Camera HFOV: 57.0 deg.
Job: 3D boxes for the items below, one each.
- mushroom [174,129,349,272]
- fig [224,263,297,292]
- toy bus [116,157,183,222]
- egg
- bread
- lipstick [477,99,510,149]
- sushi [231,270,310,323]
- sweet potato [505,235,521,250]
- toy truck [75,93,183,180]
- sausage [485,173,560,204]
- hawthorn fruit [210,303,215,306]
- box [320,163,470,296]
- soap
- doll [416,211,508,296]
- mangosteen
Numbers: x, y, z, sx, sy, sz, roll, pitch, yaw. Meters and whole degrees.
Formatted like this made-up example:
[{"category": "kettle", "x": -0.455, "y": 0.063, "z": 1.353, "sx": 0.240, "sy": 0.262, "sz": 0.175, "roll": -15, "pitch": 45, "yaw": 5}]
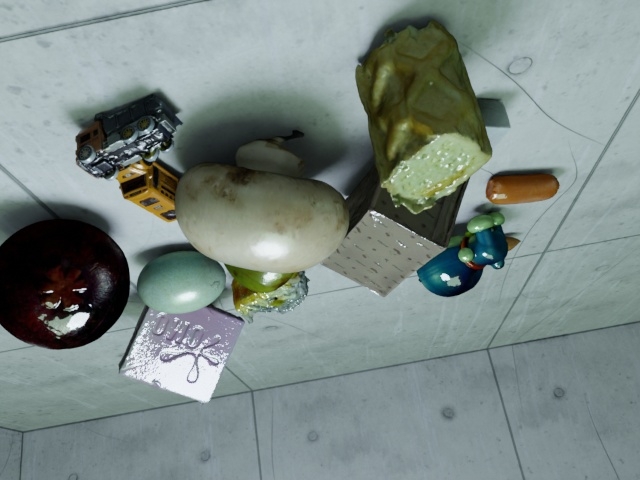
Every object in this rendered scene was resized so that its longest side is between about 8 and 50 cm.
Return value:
[{"category": "mushroom", "x": -0.115, "y": -0.086, "z": 1.218, "sx": 0.361, "sy": 0.295, "sz": 0.362, "roll": 9, "pitch": 180, "yaw": 0}, {"category": "fig", "x": -0.155, "y": 0.026, "z": 1.507, "sx": 0.225, "sy": 0.203, "sz": 0.203, "roll": 31, "pitch": 150, "yaw": 3}, {"category": "toy bus", "x": -0.353, "y": -0.111, "z": 1.235, "sx": 0.083, "sy": 0.088, "sz": 0.194, "roll": -18, "pitch": 154, "yaw": 19}, {"category": "egg", "x": -0.374, "y": 0.112, "z": 1.597, "sx": 0.236, "sy": 0.169, "sz": 0.169, "roll": -12, "pitch": 155, "yaw": -10}, {"category": "bread", "x": 0.173, "y": -0.214, "z": 1.022, "sx": 0.195, "sy": 0.252, "sz": 0.238, "roll": 3, "pitch": 149, "yaw": -27}, {"category": "lipstick", "x": 0.302, "y": -0.174, "z": 1.351, "sx": 0.079, "sy": 0.076, "sz": 0.371, "roll": 0, "pitch": 153, "yaw": -15}, {"category": "sushi", "x": -0.158, "y": 0.140, "z": 1.768, "sx": 0.274, "sy": 0.140, "sz": 0.184, "roll": -29, "pitch": 147, "yaw": 36}, {"category": "sweet potato", "x": 0.530, "y": 0.021, "z": 1.864, "sx": 0.205, "sy": 0.060, "sz": 0.068, "roll": -2, "pitch": 121, "yaw": 8}, {"category": "toy truck", "x": -0.352, "y": -0.189, "z": 1.077, "sx": 0.192, "sy": 0.092, "sz": 0.083, "roll": -23, "pitch": 153, "yaw": 10}, {"category": "sausage", "x": 0.522, "y": -0.133, "z": 1.520, "sx": 0.197, "sy": 0.076, "sz": 0.076, "roll": -5, "pitch": 154, "yaw": -12}, {"category": "hawthorn fruit", "x": -0.422, "y": 0.312, "z": 1.937, "sx": 0.196, "sy": 0.226, "sz": 0.196, "roll": -3, "pitch": 166, "yaw": -1}, {"category": "box", "x": 0.159, "y": -0.044, "z": 1.328, "sx": 0.190, "sy": 0.225, "sz": 0.297, "roll": 27, "pitch": 149, "yaw": -6}, {"category": "soap", "x": -0.422, "y": 0.315, "z": 1.793, "sx": 0.296, "sy": 0.286, "sz": 0.107, "roll": 23, "pitch": 179, "yaw": -18}, {"category": "doll", "x": 0.407, "y": 0.055, "z": 1.726, "sx": 0.198, "sy": 0.186, "sz": 0.322, "roll": -13, "pitch": 164, "yaw": -43}, {"category": "mangosteen", "x": -0.609, "y": 0.096, "z": 1.380, "sx": 0.306, "sy": 0.307, "sz": 0.346, "roll": 5, "pitch": 180, "yaw": -28}]
